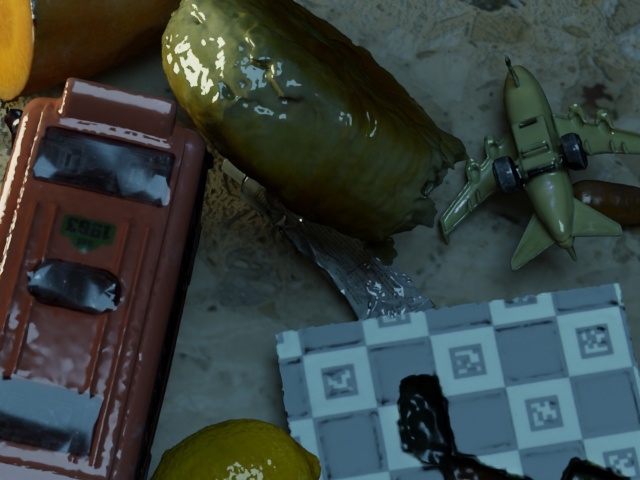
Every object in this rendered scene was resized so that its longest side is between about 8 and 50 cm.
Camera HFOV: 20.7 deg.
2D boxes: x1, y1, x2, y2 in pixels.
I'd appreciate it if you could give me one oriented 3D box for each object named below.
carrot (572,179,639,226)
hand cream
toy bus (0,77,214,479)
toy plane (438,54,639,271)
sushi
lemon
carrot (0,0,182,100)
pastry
[{"bbox_3d":[0.355,-0.037,1.855,0.216,0.048,0.048,2,66,-15],"label":"carrot"},{"bbox_3d":[0.001,-0.002,1.768,0.257,0.050,0.084,45,63,7],"label":"hand cream"},{"bbox_3d":[-0.227,0.073,1.586,0.203,0.233,0.427,12,65,-5],"label":"toy bus"},{"bbox_3d":[0.227,-0.088,1.808,0.242,0.104,0.256,-21,59,14],"label":"toy plane"},{"bbox_3d":[0.152,0.239,1.673,0.343,0.064,0.359,-9,73,-4],"label":"sushi"},{"bbox_3d":[-0.086,0.239,1.590,0.187,0.142,0.142,-31,75,-10],"label":"lemon"},{"bbox_3d":[-0.228,-0.240,1.790,0.225,0.159,0.159,-14,69,-30],"label":"carrot"},{"bbox_3d":[-0.020,-0.134,1.702,0.329,0.329,0.136,42,105,9],"label":"pastry"}]
